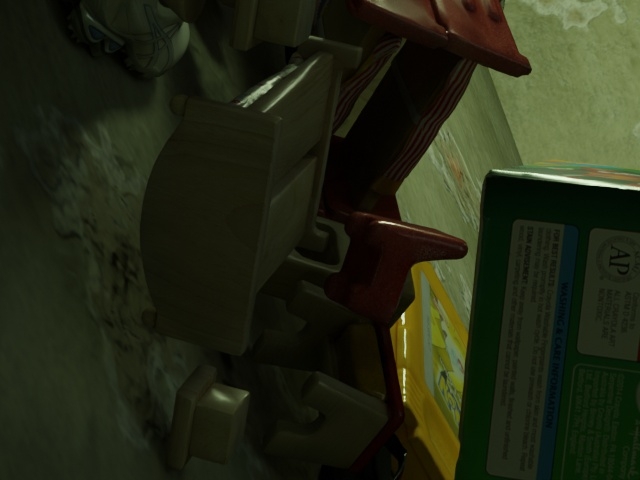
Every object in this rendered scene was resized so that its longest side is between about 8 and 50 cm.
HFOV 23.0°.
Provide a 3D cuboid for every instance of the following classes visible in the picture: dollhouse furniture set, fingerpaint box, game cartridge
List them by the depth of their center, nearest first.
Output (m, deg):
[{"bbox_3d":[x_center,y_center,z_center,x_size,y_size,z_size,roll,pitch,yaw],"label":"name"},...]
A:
[{"bbox_3d":[-0.071,-0.093,0.970,0.303,0.174,0.355,-49,151,-68],"label":"dollhouse furniture set"},{"bbox_3d":[0.054,-0.030,1.142,0.152,0.201,0.374,17,39,-23],"label":"dollhouse furniture set"},{"bbox_3d":[0.205,0.169,1.178,0.371,0.163,0.444,-13,109,-75],"label":"fingerpaint box"},{"bbox_3d":[0.123,0.175,1.498,0.285,0.053,0.323,60,15,-28],"label":"game cartridge"}]

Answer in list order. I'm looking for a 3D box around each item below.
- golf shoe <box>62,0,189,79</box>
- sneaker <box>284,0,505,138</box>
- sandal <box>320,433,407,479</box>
[{"bbox_3d":[-0.108,-0.158,1.071,0.069,0.086,0.176,67,13,3],"label":"golf shoe"},{"bbox_3d":[0.058,-0.252,1.419,0.130,0.323,0.236,11,66,-20],"label":"sneaker"},{"bbox_3d":[0.041,0.171,1.213,0.067,0.040,0.179,67,14,-3],"label":"sandal"}]
